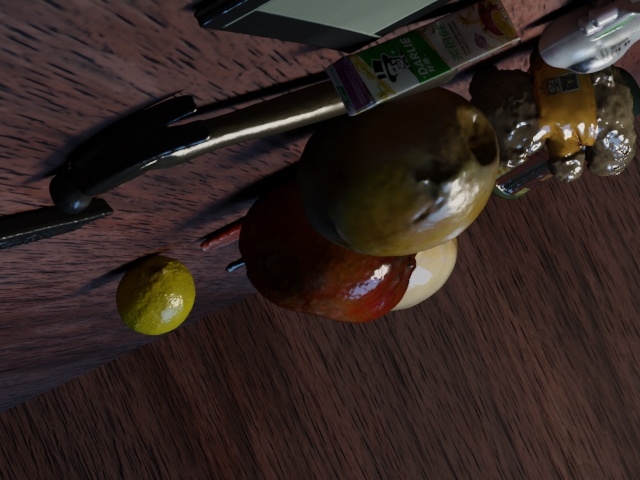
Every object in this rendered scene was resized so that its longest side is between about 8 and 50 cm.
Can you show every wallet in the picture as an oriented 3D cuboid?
[{"bbox_3d":[-0.078,-0.035,2.224,0.196,0.020,0.103,-26,176,17],"label":"wallet"}]

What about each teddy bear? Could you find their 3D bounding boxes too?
[{"bbox_3d":[0.271,-0.156,1.795,0.190,0.177,0.140,-12,163,-4],"label":"teddy bear"}]

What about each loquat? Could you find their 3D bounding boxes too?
[{"bbox_3d":[0.081,-0.073,1.638,0.227,0.179,0.179,-22,178,32],"label":"loquat"}]

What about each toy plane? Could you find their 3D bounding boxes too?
[{"bbox_3d":[0.323,-0.235,1.677,0.174,0.080,0.174,-22,175,-2],"label":"toy plane"}]

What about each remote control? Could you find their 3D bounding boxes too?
[{"bbox_3d":[-0.289,-0.006,1.420,0.063,0.025,0.245,-26,176,30],"label":"remote control"}]

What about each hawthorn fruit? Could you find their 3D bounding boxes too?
[{"bbox_3d":[0.000,0.000,1.963,0.261,0.224,0.224,-5,-179,15],"label":"hawthorn fruit"}]

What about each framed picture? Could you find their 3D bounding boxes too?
[{"bbox_3d":[0.081,-0.209,1.110,0.265,0.016,0.347,-27,175,19],"label":"framed picture"}]

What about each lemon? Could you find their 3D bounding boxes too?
[{"bbox_3d":[-0.234,0.078,2.147,0.109,0.109,0.133,-21,157,-39],"label":"lemon"}]

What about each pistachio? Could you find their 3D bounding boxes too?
[{"bbox_3d":[0.082,0.006,2.355,0.238,0.229,0.321,-50,-167,-13],"label":"pistachio"}]

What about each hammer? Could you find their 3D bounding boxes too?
[{"bbox_3d":[-0.033,-0.119,1.380,0.440,0.044,0.168,-21,176,-41],"label":"hammer"}]

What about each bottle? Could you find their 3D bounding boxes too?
[{"bbox_3d":[0.368,-0.167,2.301,0.271,0.143,0.156,-30,173,37],"label":"bottle"}]

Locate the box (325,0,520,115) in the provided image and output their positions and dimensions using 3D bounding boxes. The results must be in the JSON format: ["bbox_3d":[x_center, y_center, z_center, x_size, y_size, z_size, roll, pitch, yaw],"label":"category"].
[{"bbox_3d":[0.093,-0.165,1.342,0.207,0.050,0.041,-27,180,-39],"label":"box"}]
